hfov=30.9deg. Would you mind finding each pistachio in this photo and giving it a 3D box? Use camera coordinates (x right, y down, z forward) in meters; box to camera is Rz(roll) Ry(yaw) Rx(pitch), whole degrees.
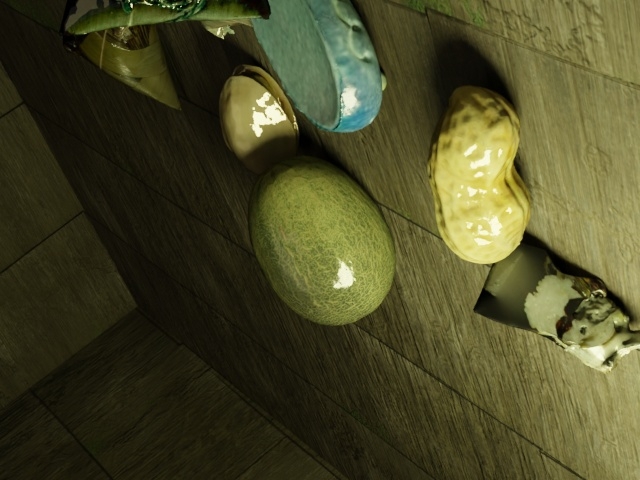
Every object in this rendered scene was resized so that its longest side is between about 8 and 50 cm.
[{"bbox_3d":[-0.119,-0.222,2.172,0.152,0.126,0.223,-5,123,27],"label":"pistachio"}]

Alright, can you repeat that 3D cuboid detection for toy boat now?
[{"bbox_3d":[0.002,-0.325,1.783,0.330,0.123,0.215,61,154,8],"label":"toy boat"}]

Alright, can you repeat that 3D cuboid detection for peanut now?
[{"bbox_3d":[0.225,-0.090,1.634,0.147,0.147,0.305,32,148,44],"label":"peanut"}]

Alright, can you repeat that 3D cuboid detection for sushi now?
[{"bbox_3d":[0.372,0.115,1.707,0.273,0.134,0.109,23,162,28],"label":"sushi"}]

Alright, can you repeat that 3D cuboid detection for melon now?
[{"bbox_3d":[0.000,0.000,2.113,0.329,0.248,0.248,61,159,-8],"label":"melon"}]

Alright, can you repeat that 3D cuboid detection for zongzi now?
[{"bbox_3d":[-0.241,-0.523,1.724,0.362,0.319,0.383,-107,18,-52],"label":"zongzi"},{"bbox_3d":[-0.363,-0.404,2.415,0.317,0.154,0.289,37,162,-19],"label":"zongzi"}]

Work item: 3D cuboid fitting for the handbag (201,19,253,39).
[{"bbox_3d":[-0.190,-0.462,1.908,0.182,0.117,0.270,6,123,65],"label":"handbag"}]
